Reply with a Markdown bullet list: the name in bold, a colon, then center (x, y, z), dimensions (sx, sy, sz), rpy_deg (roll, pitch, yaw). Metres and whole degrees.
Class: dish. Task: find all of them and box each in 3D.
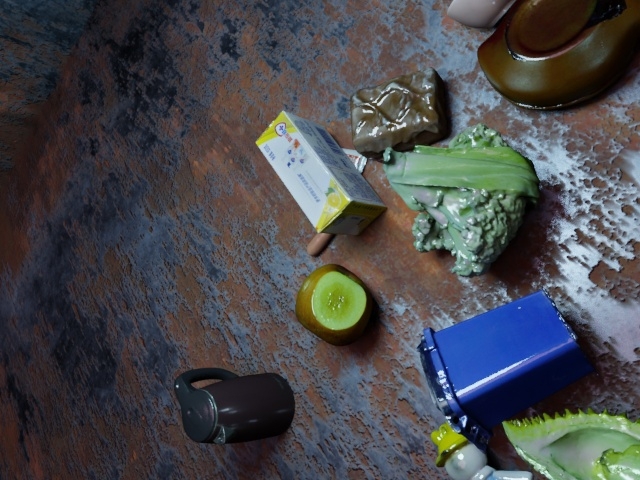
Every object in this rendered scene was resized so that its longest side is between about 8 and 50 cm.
- **dish**: center (0.340, -0.478, 0.918), dimensions (0.090, 0.213, 0.213), rpy_deg (43, 110, -1)

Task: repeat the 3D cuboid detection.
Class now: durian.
- **durian**: center (0.426, 0.348, 0.648), dimensions (0.355, 0.169, 0.158), rpy_deg (26, 124, 48)

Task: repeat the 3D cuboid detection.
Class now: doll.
- **doll**: center (0.274, 0.404, 0.814), dimensions (0.241, 0.098, 0.135), rpy_deg (52, 150, 33)

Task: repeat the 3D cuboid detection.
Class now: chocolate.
- **chocolate**: center (0.151, -0.265, 1.033), dimensions (0.213, 0.093, 0.149), rpy_deg (-10, 71, 32)

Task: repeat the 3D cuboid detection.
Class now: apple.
- **apple**: center (0.027, 0.127, 1.009), dimensions (0.146, 0.163, 0.147), rpy_deg (30, 88, -6)

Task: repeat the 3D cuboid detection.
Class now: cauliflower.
- **cauliflower**: center (0.220, -0.084, 0.848), dimensions (0.315, 0.239, 0.257), rpy_deg (21, 92, -7)

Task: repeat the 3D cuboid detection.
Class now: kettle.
- **kettle**: center (-0.195, 0.349, 1.085), dimensions (0.144, 0.232, 0.202), rpy_deg (-53, 55, 15)

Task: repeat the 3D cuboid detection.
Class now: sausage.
- **sausage**: center (0.000, 0.000, 1.133), dimensions (0.083, 0.034, 0.034), rpy_deg (-50, 57, 19)

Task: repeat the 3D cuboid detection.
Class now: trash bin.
- **trash bin**: center (0.292, 0.200, 0.789), dimensions (0.234, 0.162, 0.184), rpy_deg (-32, 39, 18)

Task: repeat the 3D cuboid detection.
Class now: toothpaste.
- **toothpaste**: center (0.016, -0.204, 1.166), dimensions (0.218, 0.033, 0.052), rpy_deg (19, 91, 33)

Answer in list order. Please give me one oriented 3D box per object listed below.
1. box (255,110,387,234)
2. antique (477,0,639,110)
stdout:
- **box**: center (0.001, -0.141, 1.060), dimensions (0.097, 0.168, 0.265), rpy_deg (-45, 68, 25)
- **antique**: center (0.409, -0.345, 0.840), dimensions (0.277, 0.129, 0.224), rpy_deg (-16, 70, 31)
